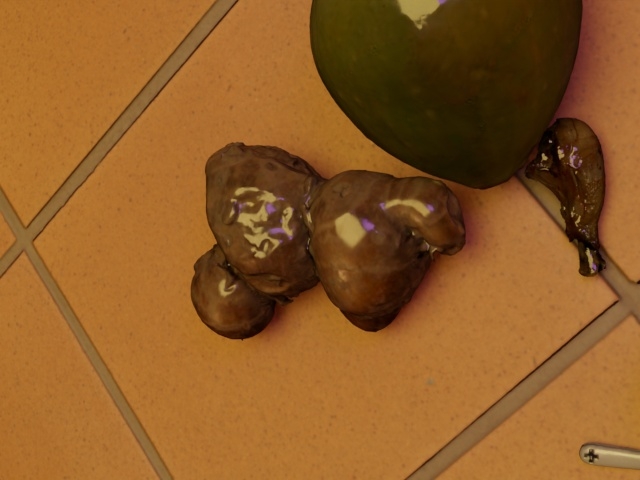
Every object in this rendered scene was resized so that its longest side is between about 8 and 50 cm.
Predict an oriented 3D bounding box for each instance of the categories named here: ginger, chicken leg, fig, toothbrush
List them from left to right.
[{"bbox_3d":[0.000,0.000,1.279,0.375,0.176,0.256,-2,104,29],"label":"ginger"},{"bbox_3d":[0.144,-0.209,1.147,0.316,0.316,0.316,-2,86,31],"label":"fig"},{"bbox_3d":[0.276,-0.047,1.174,0.093,0.070,0.178,-15,89,35],"label":"chicken leg"},{"bbox_3d":[0.414,0.238,1.090,0.304,0.030,0.030,3,89,31],"label":"toothbrush"}]
